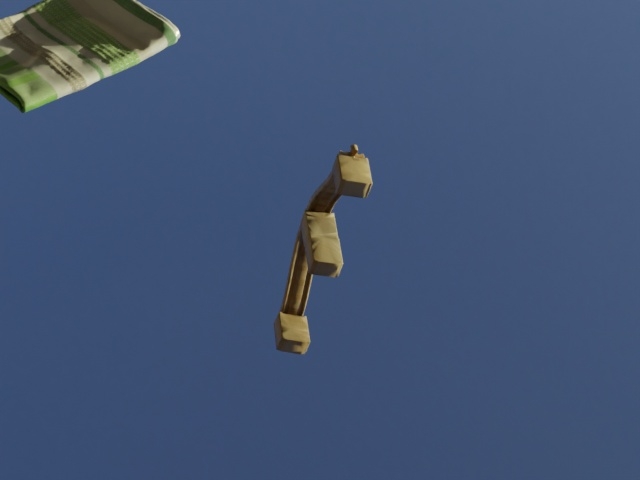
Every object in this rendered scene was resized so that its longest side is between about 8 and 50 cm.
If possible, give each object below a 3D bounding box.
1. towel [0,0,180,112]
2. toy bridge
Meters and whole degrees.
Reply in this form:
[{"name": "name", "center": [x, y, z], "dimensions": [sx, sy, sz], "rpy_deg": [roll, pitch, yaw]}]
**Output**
[{"name": "towel", "center": [-0.202, -0.158, 1.310], "dimensions": [0.152, 0.023, 0.113], "rpy_deg": [-30, -132, -33]}, {"name": "toy bridge", "center": [0.000, 0.000, 1.264], "dimensions": [0.026, 0.188, 0.063], "rpy_deg": [8, -139, -15]}]
